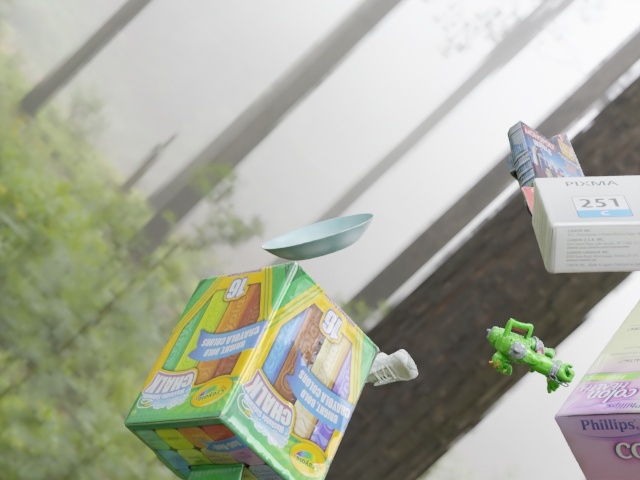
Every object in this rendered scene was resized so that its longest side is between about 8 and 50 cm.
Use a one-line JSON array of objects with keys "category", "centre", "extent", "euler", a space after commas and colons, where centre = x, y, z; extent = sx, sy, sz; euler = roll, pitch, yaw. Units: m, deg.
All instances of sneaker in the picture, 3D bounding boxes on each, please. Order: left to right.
[{"category": "sneaker", "centre": [0.113, 0.220, 2.456], "extent": [0.053, 0.061, 0.152], "euler": [62, -24, -3]}]

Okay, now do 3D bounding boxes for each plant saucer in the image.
[{"category": "plant saucer", "centre": [0.000, 0.000, 2.413], "extent": [0.195, 0.195, 0.037], "euler": [-72, 147, -81]}]

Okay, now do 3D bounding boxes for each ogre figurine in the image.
[{"category": "ogre figurine", "centre": [0.360, 0.197, 2.570], "extent": [0.118, 0.097, 0.197], "euler": [28, 22, -17]}]

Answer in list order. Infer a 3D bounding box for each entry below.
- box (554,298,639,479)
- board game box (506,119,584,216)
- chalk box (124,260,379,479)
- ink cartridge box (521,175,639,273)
[{"category": "box", "centre": [0.385, 0.135, 1.408], "extent": [0.214, 0.243, 0.117], "euler": [-10, -64, 46]}, {"category": "board game box", "centre": [0.352, -0.097, 2.266], "extent": [0.194, 0.060, 0.194], "euler": [29, 40, -41]}, {"category": "chalk box", "centre": [-0.090, 0.197, 1.715], "extent": [0.179, 0.180, 0.289], "euler": [48, 51, -29]}, {"category": "ink cartridge box", "centre": [0.389, -0.043, 1.673], "extent": [0.261, 0.296, 0.066], "euler": [-90, 179, -67]}]
